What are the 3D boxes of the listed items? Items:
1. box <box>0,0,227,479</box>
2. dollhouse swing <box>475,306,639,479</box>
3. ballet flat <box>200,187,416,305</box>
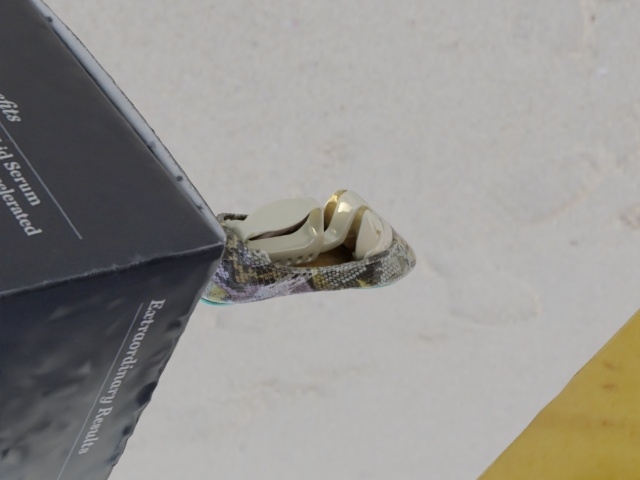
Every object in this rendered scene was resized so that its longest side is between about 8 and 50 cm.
[{"bbox_3d":[-0.151,0.033,0.367,0.207,0.108,0.153,-13,144,-43],"label":"box"},{"bbox_3d":[0.187,0.171,0.451,0.305,0.347,0.315,48,172,-30],"label":"dollhouse swing"},{"bbox_3d":[0.000,0.000,0.573,0.114,0.041,0.041,-8,161,-42],"label":"ballet flat"}]
